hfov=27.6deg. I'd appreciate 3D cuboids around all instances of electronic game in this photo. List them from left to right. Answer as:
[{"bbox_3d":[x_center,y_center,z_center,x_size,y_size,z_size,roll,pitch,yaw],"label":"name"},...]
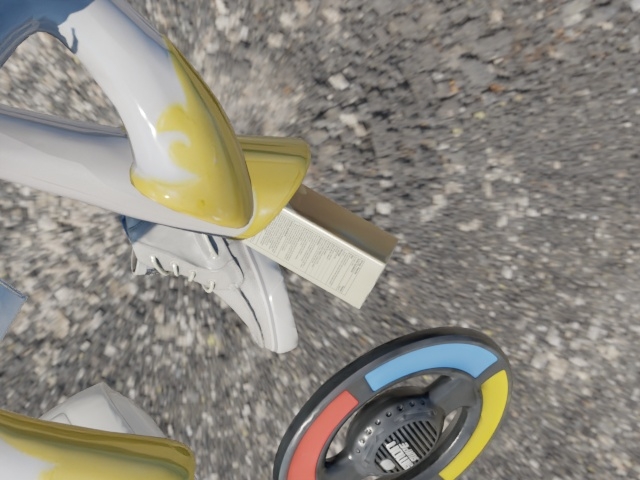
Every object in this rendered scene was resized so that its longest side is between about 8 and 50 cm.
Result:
[{"bbox_3d":[0.064,0.164,1.107,0.229,0.048,0.229,-19,136,-20],"label":"electronic game"}]

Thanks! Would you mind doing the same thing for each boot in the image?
[{"bbox_3d":[-0.117,0.009,1.215,0.123,0.095,0.258,-26,107,-13],"label":"boot"}]

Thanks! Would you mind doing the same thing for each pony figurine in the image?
[{"bbox_3d":[-0.213,-0.001,0.425,0.363,0.303,0.351,36,89,-28],"label":"pony figurine"}]

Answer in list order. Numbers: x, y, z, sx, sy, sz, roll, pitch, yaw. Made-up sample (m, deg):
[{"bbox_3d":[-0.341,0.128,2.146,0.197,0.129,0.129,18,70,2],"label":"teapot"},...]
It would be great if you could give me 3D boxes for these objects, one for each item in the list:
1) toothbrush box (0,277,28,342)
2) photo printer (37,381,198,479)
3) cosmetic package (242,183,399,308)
[{"bbox_3d":[-0.348,0.116,0.872,0.126,0.295,0.216,37,58,-20],"label":"toothbrush box"},{"bbox_3d":[-0.216,0.299,1.213,0.256,0.107,0.307,-44,53,-2],"label":"photo printer"},{"bbox_3d":[0.000,0.000,1.078,0.115,0.041,0.060,31,131,1],"label":"cosmetic package"}]
